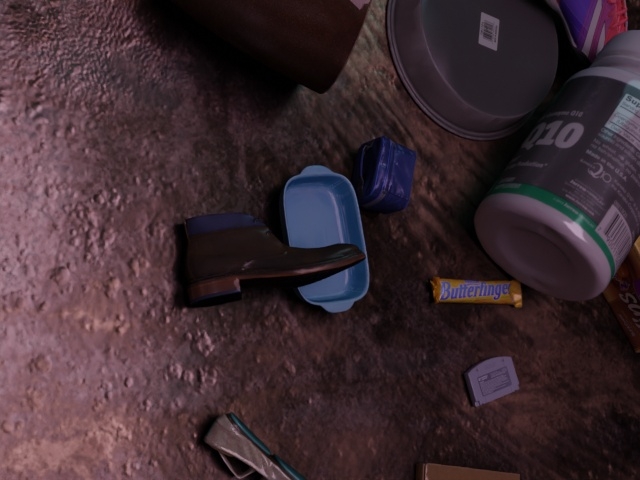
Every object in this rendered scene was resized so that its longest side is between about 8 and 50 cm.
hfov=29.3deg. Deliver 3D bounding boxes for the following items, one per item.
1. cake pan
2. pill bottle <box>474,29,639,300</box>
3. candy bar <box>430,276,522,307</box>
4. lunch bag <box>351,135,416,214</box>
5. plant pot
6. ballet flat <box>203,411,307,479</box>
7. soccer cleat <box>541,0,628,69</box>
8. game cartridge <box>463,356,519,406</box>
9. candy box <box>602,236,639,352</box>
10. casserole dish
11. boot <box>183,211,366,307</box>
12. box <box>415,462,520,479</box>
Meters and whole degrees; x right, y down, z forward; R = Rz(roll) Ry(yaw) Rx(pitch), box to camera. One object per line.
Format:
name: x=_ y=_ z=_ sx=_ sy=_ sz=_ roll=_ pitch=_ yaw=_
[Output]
cake pan: x=0.228 y=-0.291 z=1.748 sx=0.293 sy=0.054 sz=0.293 roll=7 pitch=76 yaw=-31
pill bottle: x=0.387 y=-0.110 z=1.704 sx=0.204 sy=0.204 sz=0.361 roll=45 pitch=66 yaw=-17
candy bar: x=0.215 y=0.071 z=1.686 sx=0.161 sy=0.018 sz=0.040 roll=4 pitch=78 yaw=-33
lunch bag: x=0.079 y=-0.089 z=1.601 sx=0.065 sy=0.067 sz=0.098 roll=20 pitch=69 yaw=-29
plant pot: x=-0.072 y=-0.317 z=1.488 sx=0.230 sy=0.215 sz=0.215 roll=18 pitch=70 yaw=-14
ballet flat: x=-0.070 y=0.270 z=1.450 sx=0.168 sy=0.057 sz=0.052 roll=44 pitch=88 yaw=-14
soccer cleat: x=0.404 y=-0.348 z=1.792 sx=0.318 sy=0.116 sz=0.108 roll=47 pitch=37 yaw=-38
game cartridge: x=0.234 y=0.190 z=1.675 sx=0.083 sy=0.017 sz=0.056 roll=-15 pitch=92 yaw=-34
candy box: x=0.473 y=0.072 z=1.797 sx=0.053 sy=0.109 sz=0.186 roll=-34 pitch=100 yaw=-33
casserole dish: x=0.000 y=0.000 z=1.551 sx=0.114 sy=0.037 sz=0.188 roll=-5 pitch=82 yaw=-33
boot: x=-0.059 y=0.005 z=1.462 sx=0.219 sy=0.082 sz=0.106 roll=-12 pitch=78 yaw=-13
box: x=0.192 y=0.399 z=1.601 sx=0.164 sy=0.021 sz=0.201 roll=13 pitch=73 yaw=-30
